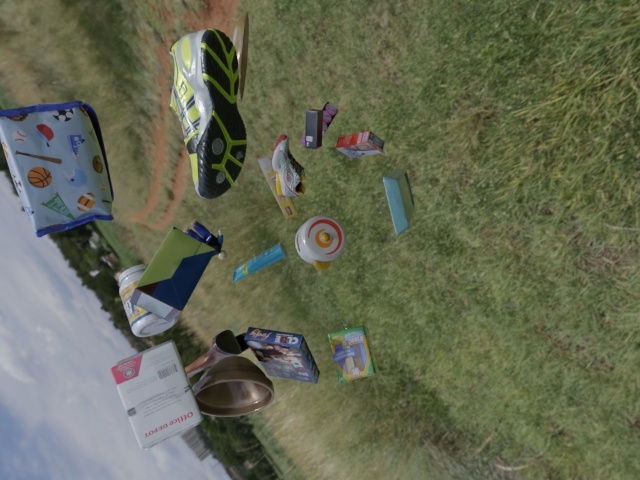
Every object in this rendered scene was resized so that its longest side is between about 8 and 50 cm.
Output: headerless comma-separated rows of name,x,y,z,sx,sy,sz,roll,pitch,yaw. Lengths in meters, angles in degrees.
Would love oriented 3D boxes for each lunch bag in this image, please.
lunch bag,-0.731,-0.223,1.282,0.385,0.238,0.328,23,124,58

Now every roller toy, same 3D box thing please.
roller toy,0.000,0.000,1.842,0.191,0.209,0.146,43,160,-6

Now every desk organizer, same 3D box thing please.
desk organizer,-0.022,-0.391,1.586,0.047,0.050,0.130,13,116,21

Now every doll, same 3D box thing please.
doll,-0.419,0.003,1.701,0.189,0.129,0.046,48,170,-25

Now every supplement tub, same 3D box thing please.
supplement tub,-0.556,0.191,1.455,0.200,0.144,0.144,61,162,21

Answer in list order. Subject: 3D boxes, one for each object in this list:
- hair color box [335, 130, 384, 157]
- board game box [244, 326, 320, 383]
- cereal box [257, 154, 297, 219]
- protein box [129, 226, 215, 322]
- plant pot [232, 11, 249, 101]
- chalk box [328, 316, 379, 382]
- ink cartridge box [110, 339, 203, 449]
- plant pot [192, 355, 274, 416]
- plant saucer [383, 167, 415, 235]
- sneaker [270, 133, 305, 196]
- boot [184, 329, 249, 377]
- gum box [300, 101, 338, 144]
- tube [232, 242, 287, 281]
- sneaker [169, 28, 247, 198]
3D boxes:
hair color box,0.150,-0.365,1.733,0.093,0.054,0.167,24,164,-39
board game box,-0.105,0.337,1.314,0.164,0.042,0.243,4,142,18
cereal box,-0.152,-0.191,1.580,0.240,0.047,0.173,-122,7,-62
protein box,-0.422,0.102,1.284,0.135,0.200,0.201,31,151,-15
plant pot,-0.228,-0.515,1.275,0.236,0.032,0.237,-174,90,-82
chalk box,0.112,0.368,1.569,0.132,0.131,0.213,45,-149,-71
ink cartridge box,-0.412,0.385,1.148,0.218,0.158,0.092,70,159,-1
plant pot,-0.256,0.416,1.325,0.237,0.237,0.110,78,180,-47
plant saucer,0.104,-0.057,0.577,0.192,0.018,0.067,-39,-65,-71
sneaker,-0.089,-0.222,1.355,0.092,0.088,0.225,7,143,12
boot,-0.415,0.418,1.640,0.096,0.280,0.264,63,-173,8
gum box,0.000,-0.455,1.781,0.062,0.188,0.107,34,136,-9
tube,-0.213,0.078,1.554,0.052,0.207,0.080,58,-169,-20
sneaker,-0.277,-0.294,1.092,0.147,0.145,0.385,11,105,30
